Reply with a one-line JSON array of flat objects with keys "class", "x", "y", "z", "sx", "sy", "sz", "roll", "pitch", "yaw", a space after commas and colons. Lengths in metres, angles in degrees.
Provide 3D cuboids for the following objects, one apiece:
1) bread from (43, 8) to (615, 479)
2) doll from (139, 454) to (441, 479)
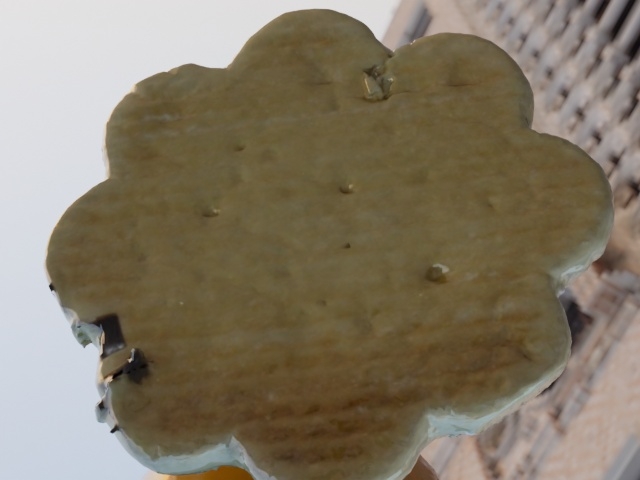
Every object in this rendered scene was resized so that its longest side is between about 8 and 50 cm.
[{"class": "bread", "x": 0.000, "y": 0.000, "z": 0.746, "sx": 0.316, "sy": 0.054, "sz": 0.316, "roll": -4, "pitch": -125, "yaw": 6}, {"class": "doll", "x": -0.026, "y": 0.171, "z": 0.834, "sx": 0.213, "sy": 0.213, "sz": 0.236, "roll": 14, "pitch": -141, "yaw": -29}]
